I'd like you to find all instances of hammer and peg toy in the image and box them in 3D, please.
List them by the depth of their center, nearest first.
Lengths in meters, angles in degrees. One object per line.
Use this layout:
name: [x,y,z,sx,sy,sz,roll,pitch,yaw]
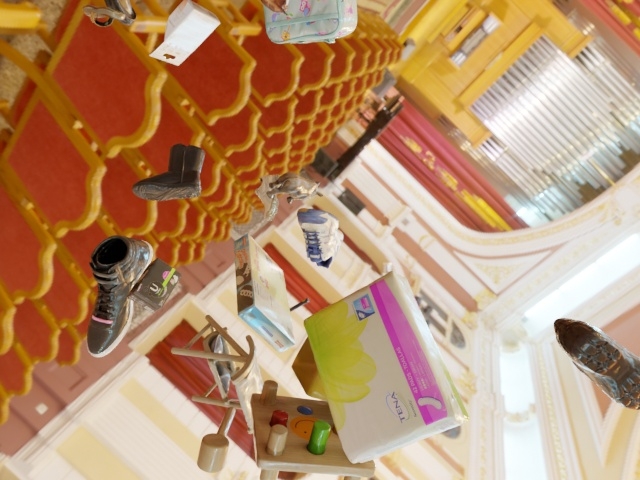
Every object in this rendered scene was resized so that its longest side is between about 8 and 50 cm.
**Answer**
hammer and peg toy: [-0.079,0.415,1.133,0.266,0.361,0.127,-126,-132,-73]

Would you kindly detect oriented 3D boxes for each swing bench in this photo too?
swing bench: [-0.272,0.398,1.526,0.165,0.254,0.253,-46,143,-41]

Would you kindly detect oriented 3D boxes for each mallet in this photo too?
mallet: [-0.121,0.250,1.819,0.189,0.039,0.062,-34,-154,12]

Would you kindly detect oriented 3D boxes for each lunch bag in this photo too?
lunch bag: [-0.032,-0.662,1.418,0.279,0.224,0.108,7,-162,35]

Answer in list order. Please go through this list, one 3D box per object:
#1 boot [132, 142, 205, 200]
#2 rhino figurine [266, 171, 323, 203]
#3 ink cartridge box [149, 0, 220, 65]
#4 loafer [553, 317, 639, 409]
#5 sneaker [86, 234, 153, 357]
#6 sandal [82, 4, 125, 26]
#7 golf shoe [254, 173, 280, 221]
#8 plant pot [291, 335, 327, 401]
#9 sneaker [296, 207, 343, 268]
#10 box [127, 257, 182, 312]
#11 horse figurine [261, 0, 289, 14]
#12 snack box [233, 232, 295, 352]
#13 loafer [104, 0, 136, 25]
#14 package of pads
boot: [-0.549,-0.254,1.861,0.094,0.246,0.207,95,-8,-58]
rhino figurine: [-0.068,-0.166,1.652,0.106,0.073,0.243,-25,164,27]
ink cartridge box: [-0.377,-0.564,1.391,0.179,0.045,0.145,-35,177,19]
loafer: [0.439,0.186,0.780,0.076,0.223,0.078,-48,-157,12]
sneaker: [-0.495,0.117,1.177,0.147,0.104,0.296,68,37,-71]
sandal: [-0.605,-0.620,1.416,0.072,0.180,0.049,-5,113,-50]
golf shoe: [-0.184,-0.146,1.740,0.069,0.086,0.176,85,11,-62]
plant pot: [0.072,0.277,1.240,0.212,0.212,0.187,-162,-90,-76]
sneaker: [0.000,0.000,1.576,0.296,0.112,0.131,48,54,-61]
box: [-0.324,0.088,0.998,0.052,0.062,0.083,-26,-148,47]
horse figurine: [-0.177,-0.672,1.212,0.066,0.263,0.174,-119,-133,-62]
snack box: [-0.163,0.140,1.435,0.060,0.187,0.322,-31,-145,11]
loafer: [-0.591,-0.727,1.473,0.078,0.080,0.220,-12,146,9]
package of pads: [0.108,0.240,0.967,0.229,0.296,0.101,-31,151,19]
